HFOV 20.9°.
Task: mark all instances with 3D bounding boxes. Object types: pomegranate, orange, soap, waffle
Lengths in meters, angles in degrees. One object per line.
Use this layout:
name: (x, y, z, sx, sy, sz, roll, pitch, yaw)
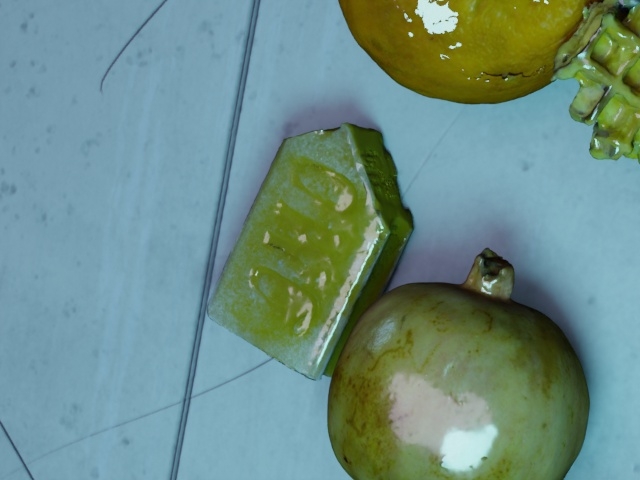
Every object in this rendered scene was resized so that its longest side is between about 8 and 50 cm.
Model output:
pomegranate: (0.135, 0.142, 1.685, 0.252, 0.229, 0.270, 24, 93, 23)
orange: (0.149, -0.271, 1.675, 0.284, 0.226, 0.283, -2, 102, -8)
soap: (0.000, 0.000, 1.835, 0.160, 0.080, 0.257, 29, 101, 23)
waffle: (0.340, -0.205, 1.600, 0.283, 0.065, 0.309, -18, 107, -15)
